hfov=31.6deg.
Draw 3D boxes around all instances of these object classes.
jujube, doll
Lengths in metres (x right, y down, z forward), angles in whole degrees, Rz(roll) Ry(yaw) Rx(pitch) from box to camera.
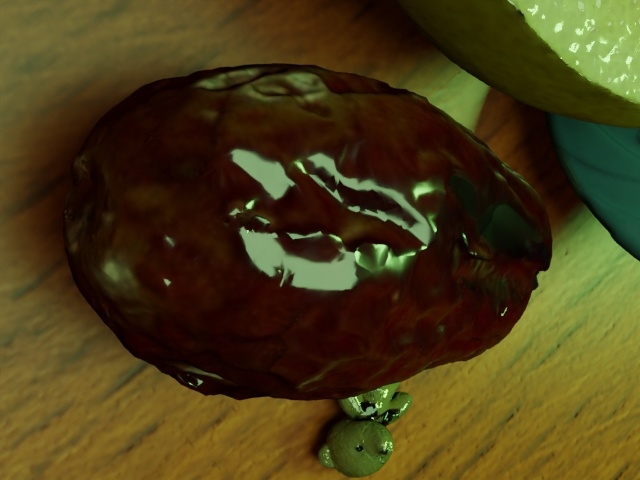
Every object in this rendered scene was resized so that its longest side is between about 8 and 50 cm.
[{"bbox_3d":[0.000,0.000,0.640,0.290,0.197,0.197,8,93,-37],"label":"jujube"},{"bbox_3d":[0.030,0.111,0.761,0.062,0.051,0.093,23,56,-27],"label":"doll"}]

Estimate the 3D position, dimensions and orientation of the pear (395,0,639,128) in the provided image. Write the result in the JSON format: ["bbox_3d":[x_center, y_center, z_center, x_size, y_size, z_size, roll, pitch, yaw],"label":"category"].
[{"bbox_3d":[0.170,-0.235,0.695,0.387,0.191,0.340,7,87,-27],"label":"pear"}]

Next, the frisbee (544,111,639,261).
[{"bbox_3d":[0.298,-0.098,0.788,0.290,0.049,0.289,3,73,-9],"label":"frisbee"}]
